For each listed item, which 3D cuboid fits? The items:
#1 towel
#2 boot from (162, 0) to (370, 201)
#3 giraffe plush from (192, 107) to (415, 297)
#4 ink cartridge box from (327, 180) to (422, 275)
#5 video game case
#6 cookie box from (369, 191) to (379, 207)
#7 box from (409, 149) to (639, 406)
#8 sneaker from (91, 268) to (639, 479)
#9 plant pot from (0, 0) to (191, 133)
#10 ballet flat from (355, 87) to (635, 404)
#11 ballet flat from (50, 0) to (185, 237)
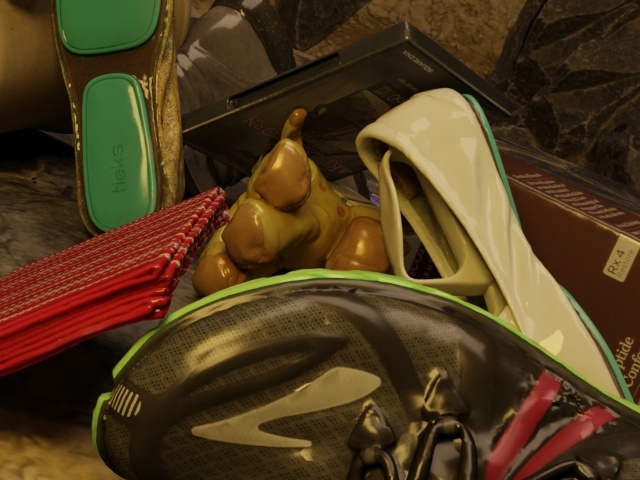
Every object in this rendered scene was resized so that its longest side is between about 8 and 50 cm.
[{"bbox_3d":[-0.165,0.033,0.906,0.198,0.031,0.275,-21,10,8],"label":"towel"},{"bbox_3d":[-0.087,-0.085,1.501,0.118,0.338,0.223,-7,35,43],"label":"boot"},{"bbox_3d":[0.000,0.000,1.263,0.170,0.181,0.210,32,28,-7],"label":"giraffe plush"},{"bbox_3d":[0.031,0.008,1.396,0.056,0.099,0.135,11,18,-40],"label":"ink cartridge box"},{"bbox_3d":[0.021,-0.119,1.329,0.274,0.026,0.196,-20,-27,30],"label":"video game case"},{"bbox_3d":[0.066,-0.030,1.725,0.091,0.040,0.107,25,14,13],"label":"cookie box"},{"bbox_3d":[0.267,0.061,1.367,0.381,0.191,0.143,27,15,24],"label":"box"},{"bbox_3d":[0.105,0.155,0.775,0.482,0.185,0.202,18,16,-3],"label":"sneaker"},{"bbox_3d":[-0.345,-0.236,1.384,0.333,0.334,0.305,25,25,11],"label":"plant pot"},{"bbox_3d":[0.138,0.050,1.179,0.139,0.139,0.400,5,56,-51],"label":"ballet flat"},{"bbox_3d":[-0.184,-0.163,1.286,0.123,0.349,0.123,-4,-3,0],"label":"ballet flat"}]
